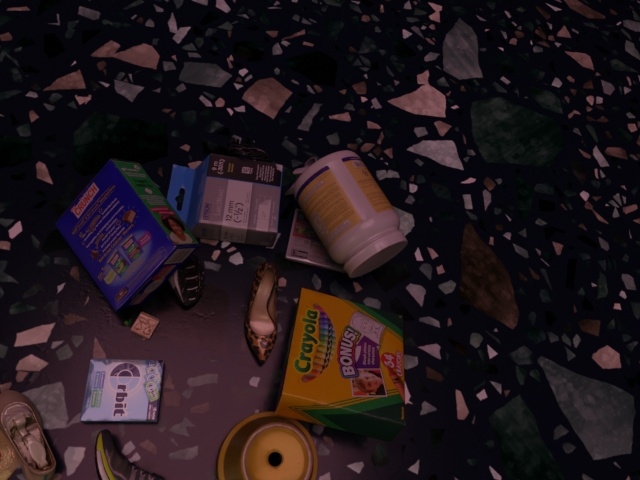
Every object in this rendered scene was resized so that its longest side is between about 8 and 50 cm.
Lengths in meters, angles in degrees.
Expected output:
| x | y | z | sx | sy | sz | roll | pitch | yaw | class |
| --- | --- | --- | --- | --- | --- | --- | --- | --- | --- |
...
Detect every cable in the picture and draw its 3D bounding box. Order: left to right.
| x | y | z | sx | sy | sz | roll | pitch | yaw | class |
| --- | --- | --- | --- | --- | --- | --- | --- | --- | --- |
| -0.234 | -0.284 | 1.660 | 0.151 | 0.184 | 0.047 | 23 | 101 | -14 | cable |

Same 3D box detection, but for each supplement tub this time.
| x | y | z | sx | sy | sz | roll | pitch | yaw | class |
| --- | --- | --- | --- | --- | --- | --- | --- | --- | --- |
| 0.091 | -0.078 | 1.553 | 0.241 | 0.241 | 0.331 | -24 | 72 | -23 | supplement tub |

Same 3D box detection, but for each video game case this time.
| x | y | z | sx | sy | sz | roll | pitch | yaw | class |
| --- | --- | --- | --- | --- | --- | --- | --- | --- | --- |
| 0.000 | 0.000 | 1.644 | 0.201 | 0.023 | 0.183 | 13 | 63 | -6 | video game case |

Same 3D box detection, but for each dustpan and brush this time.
| x | y | z | sx | sy | sz | roll | pitch | yaw | class |
| --- | --- | --- | --- | --- | --- | --- | --- | --- | --- |
| -0.032 | -0.225 | 1.640 | 0.060 | 0.211 | 0.147 | 48 | 57 | -30 | dustpan and brush |

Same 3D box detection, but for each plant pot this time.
| x | y | z | sx | sy | sz | roll | pitch | yaw | class |
| --- | --- | --- | --- | --- | --- | --- | --- | --- | --- |
| -0.120 | 0.536 | 1.234 | 0.254 | 0.239 | 0.253 | 5 | 63 | -11 | plant pot |

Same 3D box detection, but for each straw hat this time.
| x | y | z | sx | sy | sz | roll | pitch | yaw | class |
| --- | --- | --- | --- | --- | --- | --- | --- | --- | --- |
| -0.787 | 0.505 | 1.187 | 0.145 | 0.061 | 0.144 | 6 | 63 | -11 | straw hat |

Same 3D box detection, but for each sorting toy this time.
| x | y | z | sx | sy | sz | roll | pitch | yaw | class |
| --- | --- | --- | --- | --- | --- | --- | --- | --- | --- |
| -0.499 | 0.231 | 1.416 | 0.083 | 0.012 | 0.062 | 26 | 66 | -4 | sorting toy |

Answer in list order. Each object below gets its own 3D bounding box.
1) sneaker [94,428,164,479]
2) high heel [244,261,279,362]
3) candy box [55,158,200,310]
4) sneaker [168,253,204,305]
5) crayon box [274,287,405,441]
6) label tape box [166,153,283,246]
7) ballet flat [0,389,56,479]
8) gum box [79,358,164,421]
| x | y | z | sx | sy | sz | roll | pitch | yaw | class |
| --- | --- | --- | --- | --- | --- | --- | --- | --- | --- |
| -0.445 | 0.583 | 1.220 | 0.121 | 0.111 | 0.299 | -25 | 78 | -34 | sneaker |
| -0.157 | 0.195 | 1.417 | 0.093 | 0.186 | 0.261 | 3 | 64 | -12 | high heel |
| -0.529 | -0.017 | 1.394 | 0.268 | 0.122 | 0.317 | -43 | 78 | 16 | candy box |
| -0.421 | 0.061 | 1.481 | 0.100 | 0.108 | 0.271 | -9 | 78 | -58 | sneaker |
| 0.064 | 0.324 | 1.385 | 0.313 | 0.106 | 0.362 | 17 | 39 | -6 | crayon box |
| -0.300 | -0.132 | 1.584 | 0.348 | 0.115 | 0.249 | 8 | 63 | -11 | label tape box |
| -0.702 | 0.458 | 1.217 | 0.086 | 0.086 | 0.248 | -30 | 76 | -24 | ballet flat |
| -0.508 | 0.389 | 1.321 | 0.185 | 0.041 | 0.156 | 5 | 63 | -12 | gum box |
